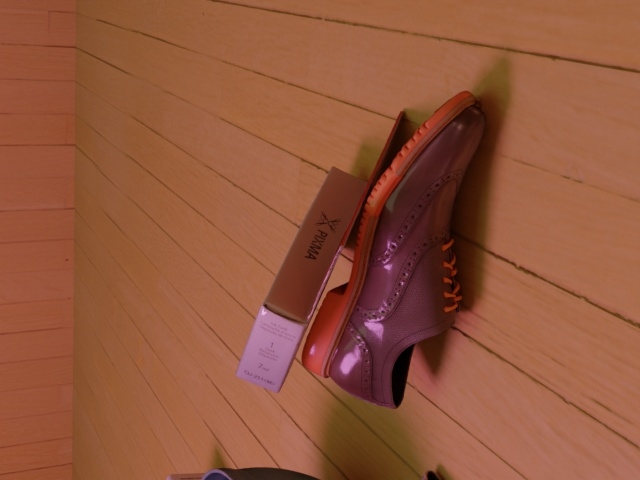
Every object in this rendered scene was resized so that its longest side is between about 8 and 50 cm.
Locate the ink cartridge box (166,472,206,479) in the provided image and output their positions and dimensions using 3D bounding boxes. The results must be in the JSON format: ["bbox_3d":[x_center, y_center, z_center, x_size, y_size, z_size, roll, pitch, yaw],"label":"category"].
[{"bbox_3d":[-0.214,0.583,1.577,0.278,0.117,0.201,-112,31,-53],"label":"ink cartridge box"}]

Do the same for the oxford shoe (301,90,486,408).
[{"bbox_3d":[0.106,0.018,0.952,0.132,0.130,0.364,32,119,17],"label":"oxford shoe"}]

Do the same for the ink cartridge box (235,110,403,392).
[{"bbox_3d":[0.000,0.000,1.021,0.275,0.060,0.239,-65,-3,-49],"label":"ink cartridge box"}]

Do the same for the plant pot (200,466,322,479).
[{"bbox_3d":[-0.026,0.421,1.135,0.293,0.196,0.293,15,107,62],"label":"plant pot"}]

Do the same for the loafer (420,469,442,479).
[{"bbox_3d":[0.138,0.294,0.964,0.125,0.045,0.039,37,118,61],"label":"loafer"}]
